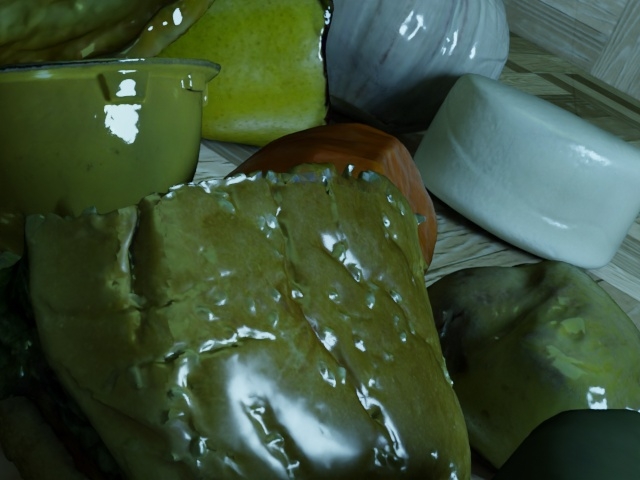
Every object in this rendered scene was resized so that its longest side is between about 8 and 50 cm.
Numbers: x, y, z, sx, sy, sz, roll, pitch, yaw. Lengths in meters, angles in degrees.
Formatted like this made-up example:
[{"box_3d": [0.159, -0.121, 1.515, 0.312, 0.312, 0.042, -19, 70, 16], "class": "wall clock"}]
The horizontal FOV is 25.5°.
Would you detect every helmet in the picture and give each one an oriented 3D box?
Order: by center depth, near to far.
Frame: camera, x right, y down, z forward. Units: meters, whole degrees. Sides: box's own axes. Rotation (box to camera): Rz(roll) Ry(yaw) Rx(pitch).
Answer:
[{"box_3d": [-0.165, -0.050, 0.950, 0.205, 0.140, 0.257, -4, 2, 15], "class": "helmet"}]

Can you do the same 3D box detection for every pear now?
[{"box_3d": [-0.117, -0.180, 1.333, 0.178, 0.266, 0.267, -20, 40, -24], "class": "pear"}]

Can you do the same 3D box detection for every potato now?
[{"box_3d": [0.150, 0.092, 0.982, 0.155, 0.137, 0.200, -21, 40, -23], "class": "potato"}]

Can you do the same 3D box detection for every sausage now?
[{"box_3d": [-0.001, 0.000, 0.992, 0.141, 0.153, 0.268, -14, 11, 15], "class": "sausage"}]

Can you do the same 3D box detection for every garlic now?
[{"box_3d": [0.065, -0.263, 1.627, 0.317, 0.259, 0.317, 26, -8, 4], "class": "garlic"}]

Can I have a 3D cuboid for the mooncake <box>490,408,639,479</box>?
[{"box_3d": [0.185, 0.229, 0.567, 0.351, 0.187, 0.351, 25, 20, -10], "class": "mooncake"}]

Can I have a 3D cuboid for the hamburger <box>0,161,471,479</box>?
[{"box_3d": [-0.026, 0.080, 0.709, 0.309, 0.132, 0.211, 2, 65, -52], "class": "hamburger"}]

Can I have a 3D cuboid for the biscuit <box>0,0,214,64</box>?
[{"box_3d": [-0.226, -0.223, 1.219, 0.335, 0.078, 0.329, 24, 54, 35], "class": "biscuit"}]

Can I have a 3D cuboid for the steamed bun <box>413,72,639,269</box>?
[{"box_3d": [0.227, -0.070, 1.489, 0.242, 0.146, 0.164, 25, 15, -6], "class": "steamed bun"}]
